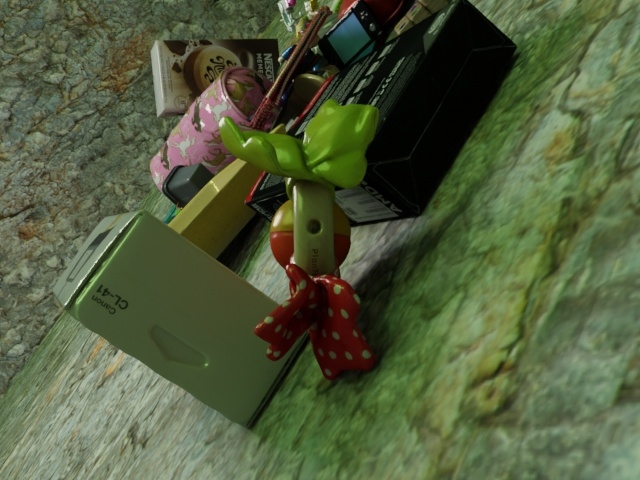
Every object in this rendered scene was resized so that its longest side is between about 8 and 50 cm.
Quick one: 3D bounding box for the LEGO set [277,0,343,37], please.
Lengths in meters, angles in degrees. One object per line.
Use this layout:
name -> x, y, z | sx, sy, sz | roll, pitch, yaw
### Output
LEGO set -> 0.038, -0.564, 1.910 | 0.287, 0.132, 0.107 | -35, 23, -33

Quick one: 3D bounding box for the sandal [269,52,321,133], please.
sandal -> -0.045, -0.278, 1.623 | 0.219, 0.060, 0.090 | -63, 8, 13

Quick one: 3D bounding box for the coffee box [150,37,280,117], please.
coffee box -> -0.252, -0.399, 1.942 | 0.119, 0.297, 0.168 | 177, 86, -71

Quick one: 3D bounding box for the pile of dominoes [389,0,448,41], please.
pile of dominoes -> 0.104, -0.308, 1.300 | 0.251, 0.040, 0.196 | -47, 17, 16

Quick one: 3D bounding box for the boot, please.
boot -> 0.003, -0.410, 1.727 | 0.246, 0.083, 0.161 | -58, 25, -8

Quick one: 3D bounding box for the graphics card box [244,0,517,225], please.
graphics card box -> 0.053, -0.131, 0.972 | 0.232, 0.094, 0.371 | -58, 16, -16

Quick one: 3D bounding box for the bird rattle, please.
bird rattle -> 0.000, 0.000, 0.743 | 0.143, 0.253, 0.207 | -11, -5, 0

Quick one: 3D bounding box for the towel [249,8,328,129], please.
towel -> -0.061, -0.311, 1.491 | 0.198, 0.031, 0.275 | -60, 8, -7

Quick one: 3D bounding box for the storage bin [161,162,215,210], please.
storage bin -> -0.260, -0.101, 1.702 | 0.091, 0.135, 0.098 | -15, 39, 49

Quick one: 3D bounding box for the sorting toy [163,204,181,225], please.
sorting toy -> -0.364, -0.109, 2.145 | 0.208, 0.038, 0.193 | -58, 17, -21

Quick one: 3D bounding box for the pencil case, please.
pencil case -> -0.251, -0.236, 1.862 | 0.160, 0.167, 0.386 | -16, -16, -47

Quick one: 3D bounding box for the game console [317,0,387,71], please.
game console -> 0.048, -0.355, 1.481 | 0.144, 0.124, 0.085 | -36, -3, 43

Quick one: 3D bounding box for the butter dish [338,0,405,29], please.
butter dish -> 0.088, -0.465, 1.533 | 0.160, 0.118, 0.160 | -36, 22, 45

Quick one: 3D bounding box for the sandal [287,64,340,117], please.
sandal -> 0.001, -0.284, 1.442 | 0.079, 0.088, 0.240 | -55, 9, -11

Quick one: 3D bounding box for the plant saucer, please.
plant saucer -> -0.203, -0.030, 1.414 | 0.332, 0.081, 0.333 | -52, 14, -31

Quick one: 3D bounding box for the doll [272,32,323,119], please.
doll -> -0.046, -0.354, 1.687 | 0.046, 0.129, 0.189 | -1, -62, -61

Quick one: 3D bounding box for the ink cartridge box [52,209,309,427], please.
ink cartridge box -> -0.174, 0.078, 0.914 | 0.131, 0.226, 0.306 | -57, 18, -13
